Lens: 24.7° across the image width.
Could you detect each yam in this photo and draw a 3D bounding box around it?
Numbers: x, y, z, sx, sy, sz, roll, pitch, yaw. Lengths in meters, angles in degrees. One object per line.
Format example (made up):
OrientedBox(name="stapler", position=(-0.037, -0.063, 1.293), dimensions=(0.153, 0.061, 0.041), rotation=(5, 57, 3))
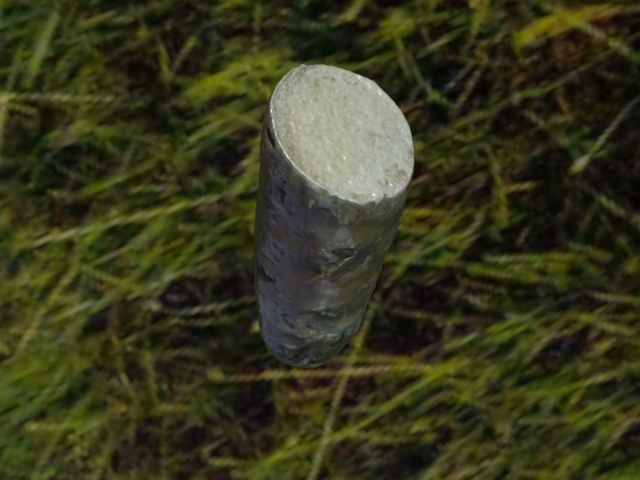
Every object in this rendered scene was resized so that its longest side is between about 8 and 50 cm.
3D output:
OrientedBox(name="yam", position=(0.000, 0.000, 1.261), dimensions=(0.133, 0.133, 0.330), rotation=(47, 149, 25))
